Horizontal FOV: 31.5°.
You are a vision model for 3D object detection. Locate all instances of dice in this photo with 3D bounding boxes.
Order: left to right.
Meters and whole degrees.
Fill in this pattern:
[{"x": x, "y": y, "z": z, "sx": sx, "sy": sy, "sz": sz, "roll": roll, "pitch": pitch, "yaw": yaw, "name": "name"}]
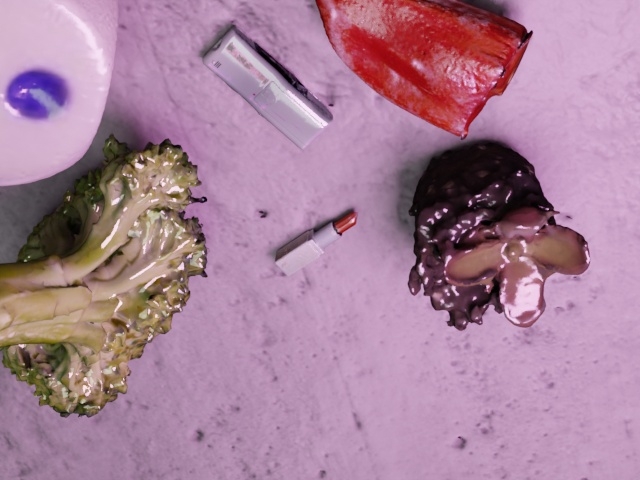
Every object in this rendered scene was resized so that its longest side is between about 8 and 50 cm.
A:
[{"x": -0.366, "y": -0.214, "z": 1.202, "sx": 0.251, "sy": 0.259, "sz": 0.243, "roll": 6, "pitch": 121, "yaw": -24, "name": "dice"}]

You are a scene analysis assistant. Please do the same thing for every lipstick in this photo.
[{"x": 0.000, "y": -0.001, "z": 1.477, "sx": 0.129, "sy": 0.030, "sz": 0.030, "roll": -33, "pitch": 114, "yaw": 23, "name": "lipstick"}]

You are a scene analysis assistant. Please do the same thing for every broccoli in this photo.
[{"x": -0.329, "y": 0.085, "z": 1.364, "sx": 0.275, "sy": 0.397, "sz": 0.353, "roll": 12, "pitch": 131, "yaw": 27, "name": "broccoli"}]

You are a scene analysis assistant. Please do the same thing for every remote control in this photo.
[{"x": -0.062, "y": -0.182, "z": 1.367, "sx": 0.166, "sy": 0.029, "sz": 0.065, "roll": 40, "pitch": 118, "yaw": -19, "name": "remote control"}]

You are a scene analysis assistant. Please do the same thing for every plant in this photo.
[{"x": 0.197, "y": 0.002, "z": 1.351, "sx": 0.204, "sy": 0.234, "sz": 0.178, "roll": -12, "pitch": 126, "yaw": 6, "name": "plant"}]

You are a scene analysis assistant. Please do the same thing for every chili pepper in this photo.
[{"x": 0.098, "y": -0.223, "z": 1.295, "sx": 0.253, "sy": 0.136, "sz": 0.144, "roll": 26, "pitch": 166, "yaw": 0, "name": "chili pepper"}]
